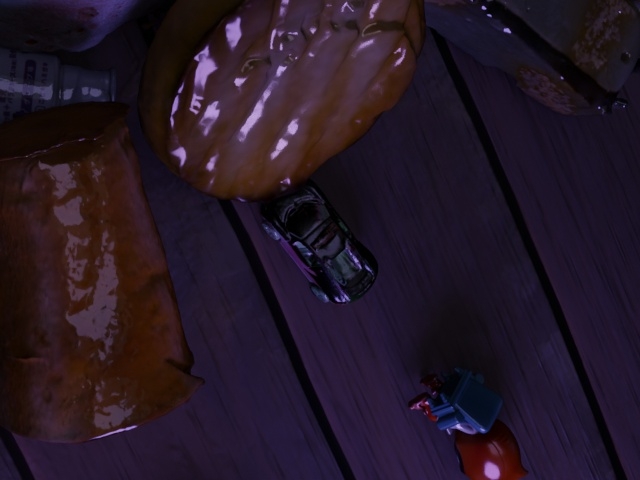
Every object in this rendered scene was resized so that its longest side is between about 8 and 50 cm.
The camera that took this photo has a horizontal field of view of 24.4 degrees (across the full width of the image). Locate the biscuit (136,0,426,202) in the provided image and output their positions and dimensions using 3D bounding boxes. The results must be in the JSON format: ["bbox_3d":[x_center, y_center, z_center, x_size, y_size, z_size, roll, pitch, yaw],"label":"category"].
[{"bbox_3d":[-0.037,-0.168,1.367,0.296,0.296,0.102,-30,59,-17],"label":"biscuit"}]

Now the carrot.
[{"bbox_3d":[-0.215,0.023,1.297,0.196,0.196,0.254,-15,113,-19],"label":"carrot"}]

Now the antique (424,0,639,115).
[{"bbox_3d":[0.219,-0.236,1.519,0.284,0.150,0.125,33,80,-27],"label":"antique"}]

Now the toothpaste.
[{"bbox_3d":[-0.339,-0.145,1.347,0.299,0.073,0.114,5,93,-16],"label":"toothpaste"}]

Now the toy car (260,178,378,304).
[{"bbox_3d":[0.000,0.000,1.480,0.069,0.055,0.142,-41,102,-14],"label":"toy car"}]

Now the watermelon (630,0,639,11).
[{"bbox_3d":[0.377,-0.284,1.608,0.155,0.080,0.101,1,82,-5],"label":"watermelon"}]

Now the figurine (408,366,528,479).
[{"bbox_3d":[0.162,0.197,1.534,0.140,0.075,0.068,50,48,-15],"label":"figurine"}]

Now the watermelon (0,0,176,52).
[{"bbox_3d":[-0.177,-0.290,1.324,0.322,0.188,0.175,-25,84,-33],"label":"watermelon"}]
